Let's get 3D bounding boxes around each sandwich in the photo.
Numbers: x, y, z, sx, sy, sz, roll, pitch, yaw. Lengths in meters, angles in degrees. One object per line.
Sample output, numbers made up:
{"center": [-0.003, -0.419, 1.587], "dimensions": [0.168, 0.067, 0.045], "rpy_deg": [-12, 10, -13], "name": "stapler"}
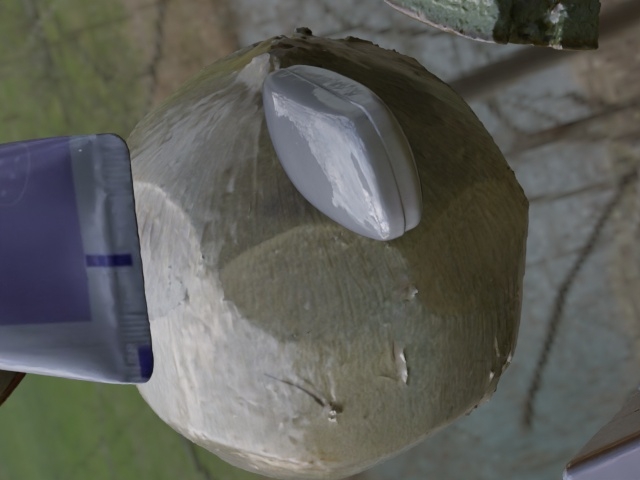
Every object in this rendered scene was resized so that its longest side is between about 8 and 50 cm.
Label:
{"center": [0.200, -0.289, 2.213], "dimensions": [0.128, 0.236, 0.122], "rpy_deg": [-127, 40, -72], "name": "sandwich"}

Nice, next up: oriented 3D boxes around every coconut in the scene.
{"center": [0.000, 0.000, 1.586], "dimensions": [0.346, 0.346, 0.360], "rpy_deg": [-121, 24, -48], "name": "coconut"}

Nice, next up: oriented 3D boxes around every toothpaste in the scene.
{"center": [-0.260, 0.011, 0.973], "dimensions": [0.080, 0.371, 0.125], "rpy_deg": [-37, -56, -64], "name": "toothpaste"}

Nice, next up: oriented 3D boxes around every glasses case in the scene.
{"center": [0.012, -0.062, 1.276], "dimensions": [0.233, 0.059, 0.092], "rpy_deg": [-143, 35, -70], "name": "glasses case"}

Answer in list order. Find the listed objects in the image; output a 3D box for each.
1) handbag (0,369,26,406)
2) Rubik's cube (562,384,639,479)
{"center": [-0.302, 0.120, 1.258], "dimensions": [0.127, 0.190, 0.063], "rpy_deg": [35, 169, 17], "name": "handbag"}
{"center": [0.478, 0.231, 1.695], "dimensions": [0.346, 0.347, 0.344], "rpy_deg": [59, -148, -1], "name": "Rubik's cube"}
